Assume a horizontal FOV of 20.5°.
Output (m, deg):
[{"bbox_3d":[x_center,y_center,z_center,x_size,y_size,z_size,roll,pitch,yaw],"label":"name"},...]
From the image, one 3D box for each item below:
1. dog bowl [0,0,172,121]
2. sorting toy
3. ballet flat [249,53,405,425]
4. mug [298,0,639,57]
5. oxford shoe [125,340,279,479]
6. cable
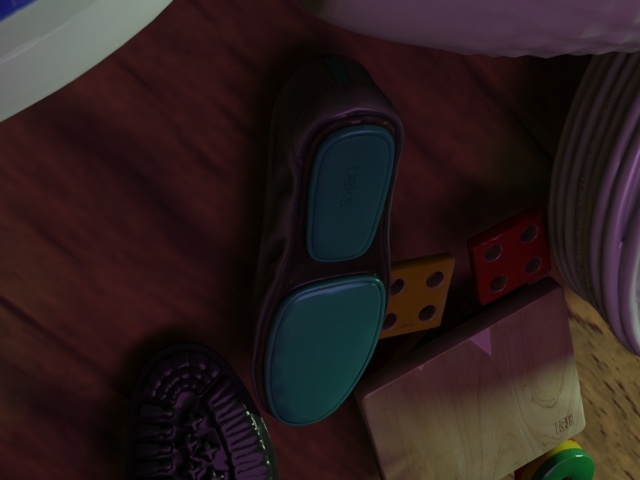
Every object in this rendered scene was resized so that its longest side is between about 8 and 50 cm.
[{"bbox_3d":[-0.158,-0.135,0.531,0.265,0.265,0.104,-28,133,-12],"label":"dog bowl"},{"bbox_3d":[0.080,0.082,1.028,0.132,0.046,0.274,-29,136,-11],"label":"sorting toy"},{"bbox_3d":[0.000,0.000,0.892,0.072,0.068,0.213,-6,132,-19],"label":"ballet flat"},{"bbox_3d":[0.134,-0.216,0.613,0.328,0.276,0.374,-18,174,-9],"label":"mug"},{"bbox_3d":[-0.062,0.150,0.971,0.082,0.096,0.227,-13,114,-7],"label":"oxford shoe"},{"bbox_3d":[0.230,-0.056,0.960,0.257,0.089,0.257,-42,140,-12],"label":"cable"}]
